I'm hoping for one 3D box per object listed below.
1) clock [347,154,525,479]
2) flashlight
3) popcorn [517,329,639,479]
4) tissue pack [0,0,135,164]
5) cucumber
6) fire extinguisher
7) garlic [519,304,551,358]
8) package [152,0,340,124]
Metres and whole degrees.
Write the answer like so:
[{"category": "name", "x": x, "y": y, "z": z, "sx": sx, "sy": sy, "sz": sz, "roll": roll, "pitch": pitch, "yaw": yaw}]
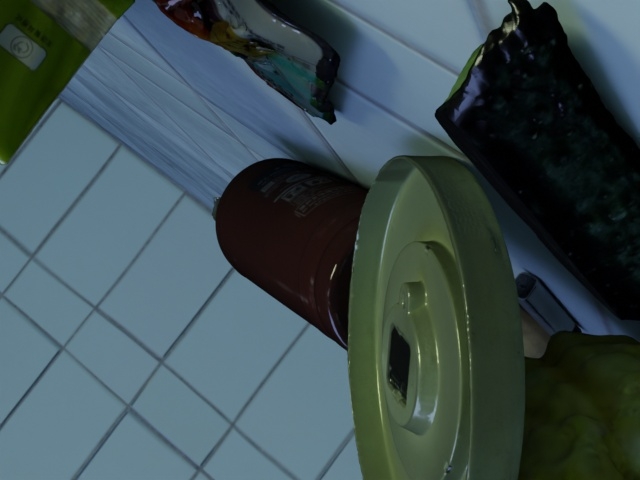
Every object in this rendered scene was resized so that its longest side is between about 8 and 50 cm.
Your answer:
[{"category": "clock", "x": 0.053, "y": 0.069, "z": 0.665, "sx": 0.029, "sy": 0.235, "sz": 0.235, "roll": 0, "pitch": -175, "yaw": -14}, {"category": "flashlight", "x": 0.155, "y": 0.049, "z": 0.824, "sx": 0.018, "sy": 0.018, "sz": 0.083, "roll": 31, "pitch": 173, "yaw": 44}, {"category": "popcorn", "x": 0.182, "y": 0.159, "z": 0.678, "sx": 0.256, "sy": 0.195, "sz": 0.255, "roll": 15, "pitch": 173, "yaw": 22}, {"category": "tissue pack", "x": -0.295, "y": -0.203, "z": 0.832, "sx": 0.274, "sy": 0.167, "sz": 0.200, "roll": 39, "pitch": 175, "yaw": -25}, {"category": "cucumber", "x": 0.088, "y": -0.027, "z": 0.453, "sx": 0.070, "sy": 0.046, "sz": 0.220, "roll": 44, "pitch": -179, "yaw": 41}, {"category": "fire extinguisher", "x": 0.000, "y": 0.000, "z": 0.993, "sx": 0.135, "sy": 0.114, "sz": 0.337, "roll": 1, "pitch": -168, "yaw": -25}, {"category": "garlic", "x": 0.130, "y": 0.081, "z": 0.974, "sx": 0.128, "sy": 0.091, "sz": 0.198, "roll": 23, "pitch": -179, "yaw": -34}, {"category": "package", "x": -0.057, "y": -0.121, "z": 0.651, "sx": 0.166, "sy": 0.040, "sz": 0.232, "roll": 37, "pitch": 177, "yaw": -1}]
